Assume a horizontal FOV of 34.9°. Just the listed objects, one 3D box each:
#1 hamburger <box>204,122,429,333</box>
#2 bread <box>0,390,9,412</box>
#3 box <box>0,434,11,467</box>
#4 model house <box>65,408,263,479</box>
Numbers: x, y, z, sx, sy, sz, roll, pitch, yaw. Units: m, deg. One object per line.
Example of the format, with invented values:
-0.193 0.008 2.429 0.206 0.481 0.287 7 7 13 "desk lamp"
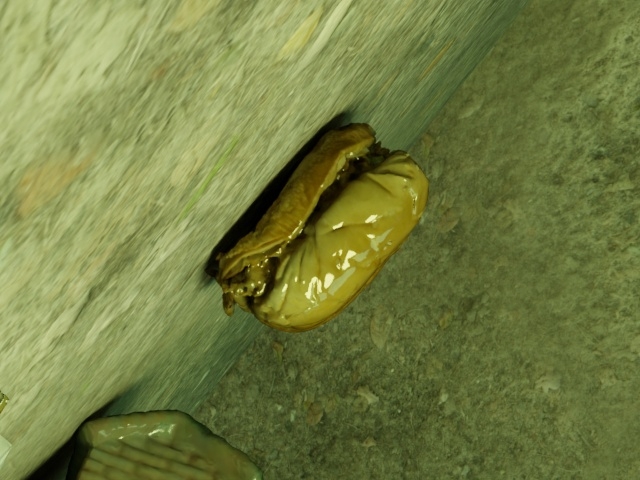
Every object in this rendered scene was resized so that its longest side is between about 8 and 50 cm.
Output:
0.000 0.000 1.244 0.318 0.158 0.318 -47 175 -6 "hamburger"
-0.243 0.123 0.663 0.083 0.036 0.047 -45 178 -23 "bread"
-0.303 0.212 0.809 0.154 0.040 0.084 -52 177 43 "box"
-0.287 0.451 1.317 0.400 0.395 0.445 -76 -176 -63 "model house"
